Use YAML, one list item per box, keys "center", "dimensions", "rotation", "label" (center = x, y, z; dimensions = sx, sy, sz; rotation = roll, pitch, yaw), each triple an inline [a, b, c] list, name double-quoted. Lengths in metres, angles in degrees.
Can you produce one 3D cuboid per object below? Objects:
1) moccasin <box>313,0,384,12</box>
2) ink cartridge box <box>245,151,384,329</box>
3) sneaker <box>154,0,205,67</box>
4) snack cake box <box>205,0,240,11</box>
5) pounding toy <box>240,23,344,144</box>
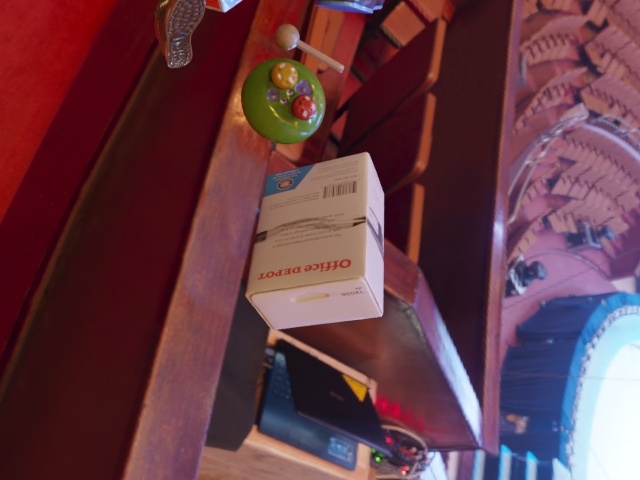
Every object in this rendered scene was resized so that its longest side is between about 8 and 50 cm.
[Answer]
- center: [0.060, -0.524, 1.181]
  dimensions: [0.342, 0.137, 0.117]
  rotation: [-67, 167, -63]
  label: "moccasin"
- center: [0.000, 0.000, 1.442]
  dimensions: [0.166, 0.285, 0.395]
  rotation: [61, 26, -45]
  label: "ink cartridge box"
- center: [-0.248, -0.381, 0.995]
  dimensions: [0.064, 0.192, 0.086]
  rotation: [-21, 78, -26]
  label: "sneaker"
- center: [-0.260, -0.637, 1.247]
  dimensions: [0.089, 0.152, 0.264]
  rotation: [-48, 147, -31]
  label: "snack cake box"
- center: [-0.051, -0.319, 1.209]
  dimensions: [0.183, 0.110, 0.237]
  rotation: [28, 79, -16]
  label: "pounding toy"
